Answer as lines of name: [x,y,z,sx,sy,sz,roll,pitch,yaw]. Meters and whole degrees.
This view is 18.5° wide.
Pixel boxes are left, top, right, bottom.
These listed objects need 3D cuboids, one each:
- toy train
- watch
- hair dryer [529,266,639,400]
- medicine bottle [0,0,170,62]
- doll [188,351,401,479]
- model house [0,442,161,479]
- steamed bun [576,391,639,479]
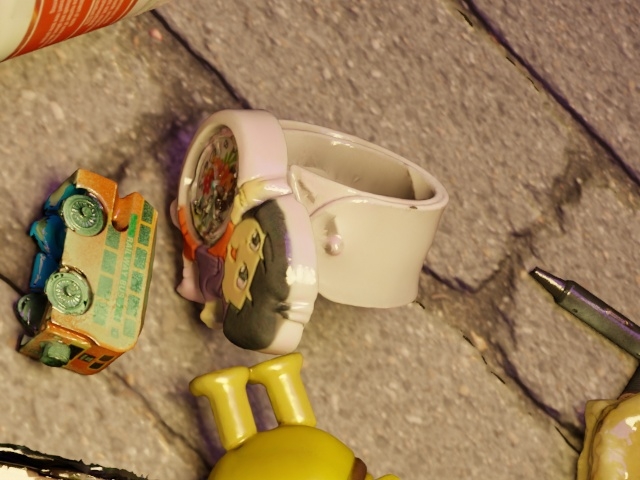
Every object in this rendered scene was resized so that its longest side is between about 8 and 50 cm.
toy train: [-0.205,0.033,1.721,0.099,0.072,0.188,25,53,-28]
watch: [0.000,0.000,1.788,0.231,0.196,0.244,9,21,-34]
hair dryer: [0.311,0.075,2.064,0.195,0.050,0.173,44,47,-1]
medicine bottle: [-0.267,-0.296,1.737,0.241,0.252,0.252,-25,81,-41]
doll: [0.000,0.272,1.681,0.199,0.145,0.363,-14,77,-23]
model house: [-0.278,0.231,1.499,0.294,0.207,0.154,17,74,-29]
steamed bun: [0.386,0.349,1.878,0.189,0.247,0.428,62,19,-56]
